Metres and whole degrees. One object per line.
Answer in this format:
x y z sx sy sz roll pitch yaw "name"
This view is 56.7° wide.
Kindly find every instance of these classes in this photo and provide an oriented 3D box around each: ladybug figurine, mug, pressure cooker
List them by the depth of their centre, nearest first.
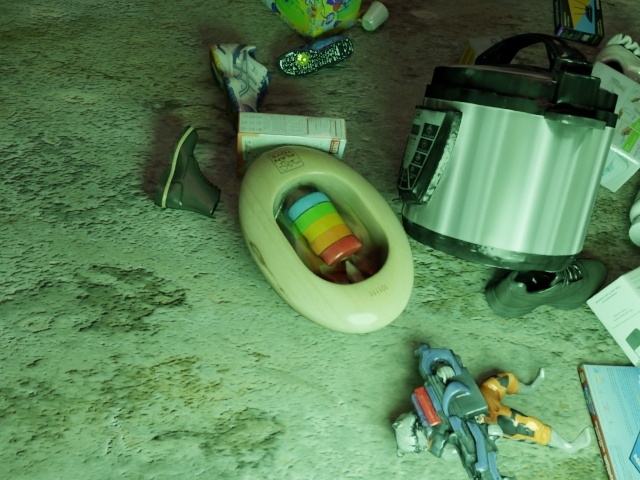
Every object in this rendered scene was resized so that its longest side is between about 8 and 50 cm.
0.364 -0.185 1.161 0.369 0.421 0.375 19 18 31 "pressure cooker"
0.000 0.000 1.205 0.304 0.162 0.450 -23 67 -21 "ladybug figurine"
0.142 -0.614 1.647 0.062 0.078 0.064 45 69 -20 "mug"

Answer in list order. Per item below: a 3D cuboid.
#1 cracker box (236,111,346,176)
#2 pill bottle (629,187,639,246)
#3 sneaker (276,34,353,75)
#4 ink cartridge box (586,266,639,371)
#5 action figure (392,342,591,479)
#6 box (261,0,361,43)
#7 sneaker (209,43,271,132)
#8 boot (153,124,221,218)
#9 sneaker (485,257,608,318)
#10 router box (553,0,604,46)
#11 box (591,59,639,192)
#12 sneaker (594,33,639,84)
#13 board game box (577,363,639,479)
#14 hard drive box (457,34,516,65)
-0.069 -0.204 1.315 0.232 0.156 0.067 3 60 -8 "cracker box"
0.810 -0.083 1.405 0.121 0.121 0.216 32 61 10 "pill bottle"
-0.018 -0.482 1.542 0.209 0.069 0.082 -20 32 -9 "sneaker"
0.737 0.188 1.225 0.211 0.122 0.289 -18 64 -29 "ink cartridge box"
0.290 0.350 1.052 0.329 0.179 0.341 -2 36 -5 "action figure"
-0.030 -0.726 1.539 0.177 0.290 0.279 -36 71 -25 "box"
-0.171 -0.368 1.418 0.130 0.112 0.297 -13 64 -16 "sneaker"
-0.268 -0.145 1.306 0.136 0.077 0.198 17 72 -4 "boot"
0.498 0.087 1.255 0.286 0.130 0.109 -14 62 -17 "sneaker"
0.771 -0.669 1.774 0.133 0.046 0.179 12 60 -2 "router box"
0.727 -0.297 1.510 0.231 0.127 0.262 35 62 12 "box"
0.899 -0.452 1.647 0.118 0.110 0.292 -42 66 -18 "sneaker"
0.606 0.378 1.150 0.144 0.027 0.282 3 54 -6 "board game box"
0.419 -0.353 1.462 0.089 0.181 0.232 -12 63 -15 "hard drive box"
